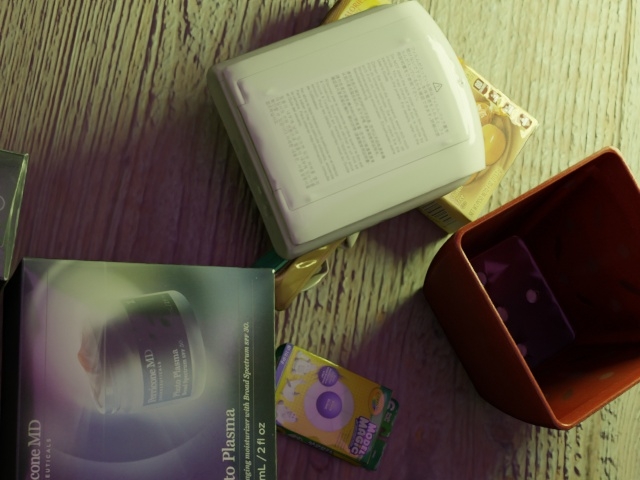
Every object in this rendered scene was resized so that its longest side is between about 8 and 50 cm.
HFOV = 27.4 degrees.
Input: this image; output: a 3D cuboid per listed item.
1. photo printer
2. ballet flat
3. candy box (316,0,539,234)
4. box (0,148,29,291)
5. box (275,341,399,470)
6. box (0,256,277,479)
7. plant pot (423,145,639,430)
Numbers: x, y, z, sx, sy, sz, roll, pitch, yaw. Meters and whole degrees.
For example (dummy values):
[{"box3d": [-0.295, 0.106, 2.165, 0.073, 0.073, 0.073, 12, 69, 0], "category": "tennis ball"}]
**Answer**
[{"box3d": [0.045, -0.147, 1.629, 0.307, 0.107, 0.256, -23, 91, -17], "category": "photo printer"}, {"box3d": [0.000, 0.000, 1.696, 0.232, 0.080, 0.073, -43, 122, -21], "category": "ballet flat"}, {"box3d": [0.113, -0.177, 1.758, 0.316, 0.087, 0.183, 37, 70, -9], "category": "candy box"}, {"box3d": [-0.422, -0.011, 1.426, 0.165, 0.270, 0.143, 11, 74, -18], "category": "box"}, {"box3d": [0.013, 0.212, 1.656, 0.179, 0.043, 0.105, 26, 71, -14], "category": "box"}, {"box3d": [-0.212, 0.183, 1.507, 0.294, 0.183, 0.296, 2, 76, -18], "category": "box"}, {"box3d": [0.283, 0.075, 1.681, 0.267, 0.236, 0.267, -28, 89, -23], "category": "plant pot"}]
